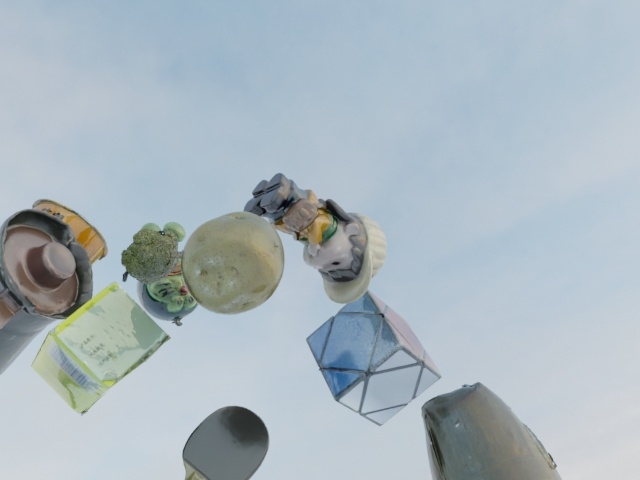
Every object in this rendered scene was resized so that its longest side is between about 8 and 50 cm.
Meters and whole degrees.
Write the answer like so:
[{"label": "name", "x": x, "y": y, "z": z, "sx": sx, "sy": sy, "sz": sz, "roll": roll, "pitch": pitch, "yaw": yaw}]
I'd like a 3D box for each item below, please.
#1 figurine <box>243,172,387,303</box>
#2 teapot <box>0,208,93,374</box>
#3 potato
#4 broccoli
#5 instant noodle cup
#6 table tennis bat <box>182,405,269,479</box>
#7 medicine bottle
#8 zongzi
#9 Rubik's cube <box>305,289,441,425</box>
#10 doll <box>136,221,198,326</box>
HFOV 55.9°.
[{"label": "figurine", "x": 0.007, "y": -0.027, "z": 1.319, "sx": 0.185, "sy": 0.204, "sz": 0.332, "roll": -15, "pitch": -59, "yaw": 49}, {"label": "teapot", "x": -0.667, "y": 0.126, "z": 1.197, "sx": 0.361, "sy": 0.376, "sz": 0.305, "roll": -28, "pitch": -68, "yaw": 16}, {"label": "potato", "x": -0.128, "y": 0.031, "z": 0.968, "sx": 0.157, "sy": 0.194, "sz": 0.157, "roll": 3, "pitch": -78, "yaw": 14}, {"label": "broccoli", "x": -0.378, "y": 0.033, "z": 1.340, "sx": 0.130, "sy": 0.120, "sz": 0.131, "roll": -7, "pitch": -62, "yaw": -38}, {"label": "instant noodle cup", "x": -0.655, "y": 0.031, "z": 1.464, "sx": 0.215, "sy": 0.172, "sz": 0.216, "roll": 17, "pitch": -37, "yaw": 14}, {"label": "table tennis bat", "x": -0.197, "y": 0.404, "z": 1.077, "sx": 0.138, "sy": 0.246, "sz": 0.022, "roll": 32, "pitch": -31, "yaw": 21}, {"label": "medicine bottle", "x": -0.389, "y": 0.194, "z": 1.048, "sx": 0.141, "sy": 0.137, "sz": 0.250, "roll": 46, "pitch": -39, "yaw": -6}, {"label": "zongzi", "x": 0.336, "y": 0.474, "z": 1.027, "sx": 0.207, "sy": 0.403, "sz": 0.432, "roll": -29, "pitch": -42, "yaw": 10}, {"label": "Rubik's cube", "x": 0.124, "y": 0.279, "z": 1.437, "sx": 0.205, "sy": 0.205, "sz": 0.207, "roll": -41, "pitch": -47, "yaw": 9}, {"label": "doll", "x": -0.471, "y": 0.112, "z": 1.867, "sx": 0.198, "sy": 0.322, "sz": 0.186, "roll": 0, "pitch": -25, "yaw": -35}]
